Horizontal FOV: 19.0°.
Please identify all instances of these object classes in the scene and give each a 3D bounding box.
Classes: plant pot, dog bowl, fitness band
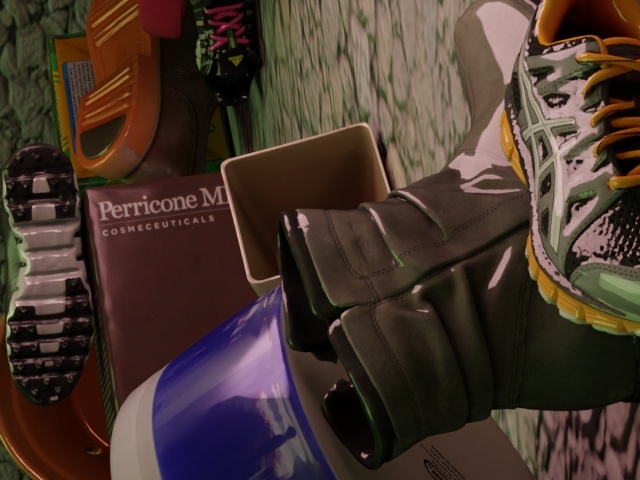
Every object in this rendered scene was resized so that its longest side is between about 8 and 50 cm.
[{"bbox_3d":[0.000,0.000,1.340,0.096,0.109,0.109,76,179,-54],"label":"plant pot"},{"bbox_3d":[-0.220,0.164,2.235,0.203,0.290,0.291,43,-143,-80],"label":"plant pot"},{"bbox_3d":[0.026,0.149,0.909,0.265,0.104,0.265,46,-162,-20],"label":"dog bowl"},{"bbox_3d":[-0.137,-0.335,1.817,0.209,0.054,0.291,124,152,-79],"label":"fitness band"}]

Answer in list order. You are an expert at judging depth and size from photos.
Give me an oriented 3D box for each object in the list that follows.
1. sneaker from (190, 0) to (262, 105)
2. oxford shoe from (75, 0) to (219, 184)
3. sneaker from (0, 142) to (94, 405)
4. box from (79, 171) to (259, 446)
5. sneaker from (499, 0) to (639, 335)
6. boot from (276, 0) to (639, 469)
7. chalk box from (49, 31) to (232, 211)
[{"bbox_3d":[-0.084,-0.188,1.758,0.170,0.063,0.075,93,161,-51],"label":"sneaker"},{"bbox_3d":[-0.159,-0.196,1.975,0.130,0.132,0.364,-26,46,42],"label":"oxford shoe"},{"bbox_3d":[-0.244,0.026,1.701,0.106,0.078,0.234,-143,50,-77],"label":"sneaker"},{"bbox_3d":[-0.095,0.137,1.702,0.143,0.191,0.381,123,138,-72],"label":"box"},{"bbox_3d":[0.116,-0.036,0.737,0.215,0.084,0.083,-112,23,-56],"label":"sneaker"},{"bbox_3d":[0.054,-0.018,0.856,0.083,0.161,0.247,95,163,-49],"label":"boot"},{"bbox_3d":[-0.209,-0.101,2.159,0.289,0.179,0.180,110,151,-68],"label":"chalk box"}]
